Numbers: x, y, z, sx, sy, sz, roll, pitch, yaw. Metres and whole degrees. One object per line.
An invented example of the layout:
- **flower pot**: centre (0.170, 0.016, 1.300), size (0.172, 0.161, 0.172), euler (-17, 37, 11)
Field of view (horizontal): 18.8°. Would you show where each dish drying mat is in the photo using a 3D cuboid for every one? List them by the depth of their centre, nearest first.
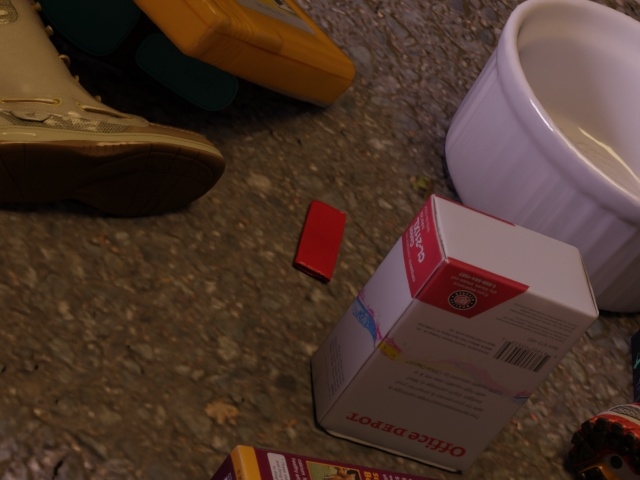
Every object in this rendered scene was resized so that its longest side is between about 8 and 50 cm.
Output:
- **dish drying mat**: centre (0.000, 0.000, 1.493), size (0.032, 0.008, 0.083), euler (28, 38, -11)

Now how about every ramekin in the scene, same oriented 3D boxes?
- **ramekin**: centre (0.241, -0.069, 1.664), size (0.277, 0.135, 0.277), euler (23, 38, -19)

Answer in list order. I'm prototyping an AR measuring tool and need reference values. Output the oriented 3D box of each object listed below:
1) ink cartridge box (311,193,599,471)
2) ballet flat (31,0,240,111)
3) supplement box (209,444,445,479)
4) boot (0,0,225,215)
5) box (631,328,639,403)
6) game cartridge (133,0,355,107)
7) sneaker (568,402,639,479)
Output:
- **ink cartridge box**: centre (0.089, 0.068, 1.351), size (0.127, 0.175, 0.072), euler (20, 36, -23)
- **ballet flat**: centre (-0.148, -0.166, 1.485), size (0.203, 0.074, 0.074), euler (32, 33, -32)
- **supplement box**: centre (0.019, 0.205, 1.219), size (0.188, 0.081, 0.104), euler (14, 41, -29)
- **boot**: centre (-0.182, -0.101, 1.398), size (0.213, 0.077, 0.165), euler (3, 45, -37)
- **box**: centre (0.295, 0.104, 1.588), size (0.062, 0.052, 0.083), euler (26, 36, -14)
- **game cartridge**: centre (-0.120, -0.232, 1.503), size (0.285, 0.052, 0.323), euler (48, 10, 14)
- **sneaker**: centre (0.295, 0.203, 1.447), size (0.225, 0.088, 0.092), euler (47, 36, 13)
